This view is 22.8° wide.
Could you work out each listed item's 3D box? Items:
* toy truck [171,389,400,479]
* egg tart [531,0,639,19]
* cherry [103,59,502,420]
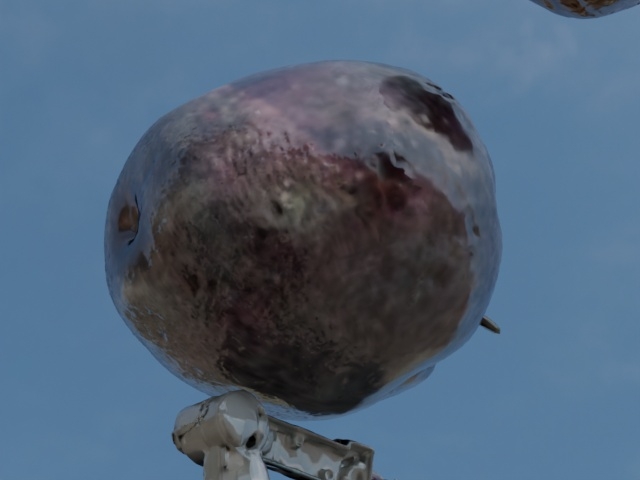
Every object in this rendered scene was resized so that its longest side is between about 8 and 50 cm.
[{"bbox_3d":[-0.012,0.181,0.743,0.161,0.177,0.213,-17,-36,42],"label":"toy truck"},{"bbox_3d":[0.155,-0.202,0.803,0.147,0.202,0.202,-36,-52,-20],"label":"egg tart"},{"bbox_3d":[-0.009,0.000,0.767,0.195,0.195,0.195,3,-52,3],"label":"cherry"}]
